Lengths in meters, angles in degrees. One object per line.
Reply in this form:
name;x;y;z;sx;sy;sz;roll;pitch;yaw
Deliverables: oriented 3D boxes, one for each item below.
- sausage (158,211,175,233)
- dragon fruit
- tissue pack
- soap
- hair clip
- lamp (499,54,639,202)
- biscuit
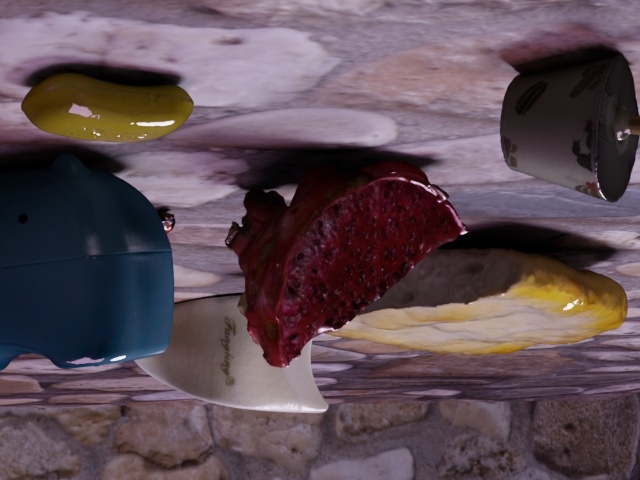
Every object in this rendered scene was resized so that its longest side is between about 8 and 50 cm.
sausage;-0.203;-0.005;1.960;0.028;0.025;0.198;34;156;-14
dragon fruit;-0.017;-0.003;1.746;0.262;0.134;0.211;-38;-155;-31
tissue pack;-0.294;0.028;1.680;0.287;0.206;0.198;-6;178;20
soap;-0.172;-0.106;1.401;0.140;0.045;0.089;4;170;-33
hair clip;-0.132;0.155;2.504;0.282;0.172;0.113;4;-178;27
lamp;0.259;-0.090;1.406;0.214;0.121;0.121;5;173;24
biscuit;0.193;0.078;2.312;0.429;0.104;0.446;-13;163;43
